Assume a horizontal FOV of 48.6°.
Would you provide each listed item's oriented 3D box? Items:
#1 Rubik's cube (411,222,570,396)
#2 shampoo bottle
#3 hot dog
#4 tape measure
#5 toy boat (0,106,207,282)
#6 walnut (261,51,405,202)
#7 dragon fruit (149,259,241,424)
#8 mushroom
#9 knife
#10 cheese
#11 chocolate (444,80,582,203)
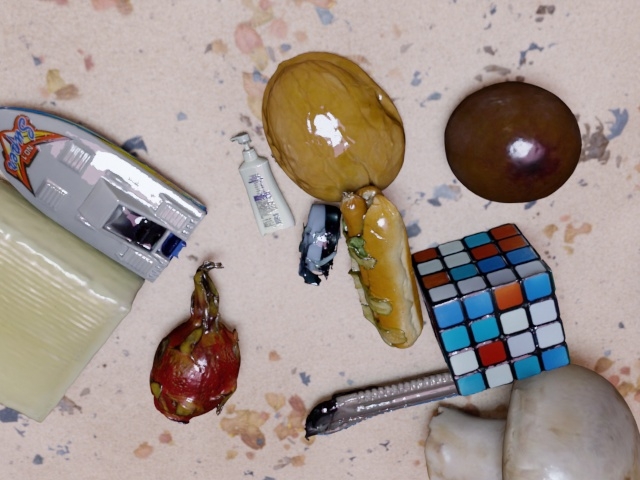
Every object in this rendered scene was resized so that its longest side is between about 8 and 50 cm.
[{"bbox_3d":[0.222,0.089,0.945,0.154,0.155,0.151,-18,113,5],"label":"Rubik's cube"},{"bbox_3d":[-0.077,-0.075,0.925,0.049,0.034,0.141,-15,113,11],"label":"shampoo bottle"},{"bbox_3d":[0.077,0.038,0.922,0.072,0.109,0.269,-26,127,-11],"label":"hot dog"},{"bbox_3d":[0.000,-0.002,0.933,0.054,0.091,0.094,11,130,0],"label":"tape measure"},{"bbox_3d":[-0.293,-0.069,0.885,0.295,0.088,0.129,35,106,-17],"label":"toy boat"},{"bbox_3d":[0.014,-0.128,0.880,0.167,0.087,0.211,-37,110,16],"label":"walnut"},{"bbox_3d":[-0.167,0.139,0.966,0.125,0.125,0.246,9,105,-4],"label":"dragon fruit"},{"bbox_3d":[0.291,0.313,0.989,0.290,0.297,0.297,1,115,21],"label":"mushroom"},{"bbox_3d":[0.146,0.226,1.064,0.365,0.043,0.089,-15,146,1],"label":"knife"},{"bbox_3d":[-0.407,0.074,0.922,0.265,0.124,0.242,36,103,-15],"label":"cheese"},{"bbox_3d":[0.236,-0.112,0.860,0.177,0.176,0.176,-1,113,-3],"label":"chocolate"}]
